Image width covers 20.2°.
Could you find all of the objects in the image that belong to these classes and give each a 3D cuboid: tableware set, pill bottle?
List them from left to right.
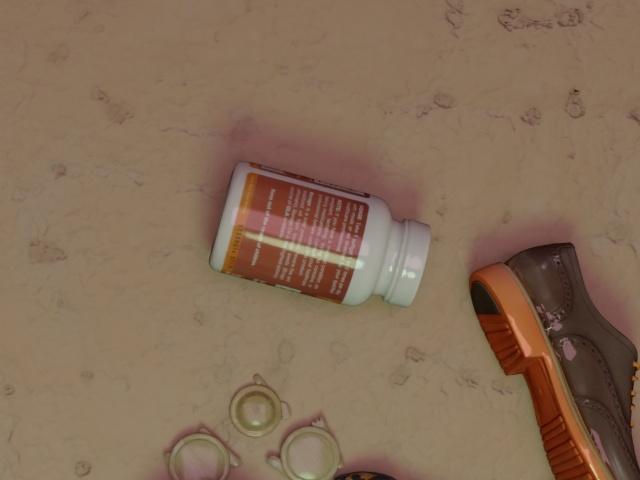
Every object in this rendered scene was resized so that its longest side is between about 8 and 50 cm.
[{"bbox_3d":[-0.069,0.233,1.892,0.168,0.020,0.141,-43,88,-9],"label":"tableware set"},{"bbox_3d":[0.000,0.000,1.877,0.216,0.121,0.121,15,82,-4],"label":"pill bottle"}]

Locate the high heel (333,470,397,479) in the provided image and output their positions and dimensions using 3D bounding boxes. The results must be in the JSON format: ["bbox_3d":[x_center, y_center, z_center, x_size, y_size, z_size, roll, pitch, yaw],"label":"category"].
[{"bbox_3d":[0.045,0.380,1.875,0.186,0.093,0.261,31,96,24],"label":"high heel"}]

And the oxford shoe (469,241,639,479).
[{"bbox_3d":[0.294,0.171,1.887,0.133,0.130,0.364,-24,86,-15],"label":"oxford shoe"}]
